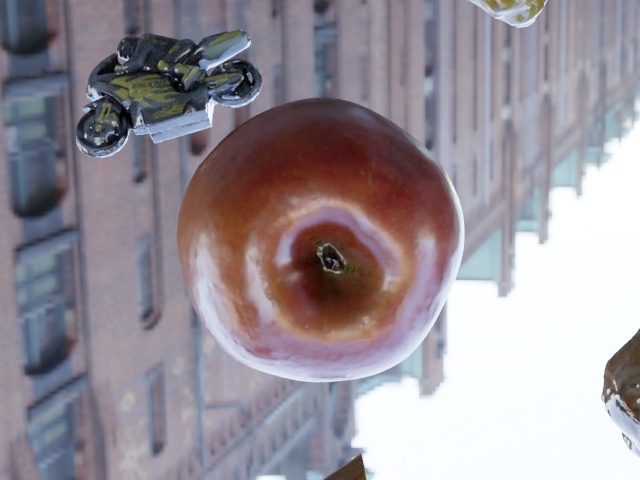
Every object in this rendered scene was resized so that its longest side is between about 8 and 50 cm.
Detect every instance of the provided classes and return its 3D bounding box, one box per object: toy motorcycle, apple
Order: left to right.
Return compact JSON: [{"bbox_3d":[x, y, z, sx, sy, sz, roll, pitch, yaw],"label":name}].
[{"bbox_3d":[-0.156,-0.156,1.289,0.193,0.124,0.061,-21,153,-2],"label":"toy motorcycle"},{"bbox_3d":[0.000,0.000,1.001,0.218,0.218,0.201,-3,-168,-8],"label":"apple"}]

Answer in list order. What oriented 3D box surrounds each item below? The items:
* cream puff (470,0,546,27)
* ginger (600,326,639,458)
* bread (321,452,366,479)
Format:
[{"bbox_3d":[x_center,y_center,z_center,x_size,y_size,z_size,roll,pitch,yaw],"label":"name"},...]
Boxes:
[{"bbox_3d":[0.188,-0.293,1.347,0.146,0.116,0.146,34,-165,-10],"label":"cream puff"},{"bbox_3d":[0.388,0.161,1.273,0.244,0.155,0.304,4,167,35],"label":"ginger"},{"bbox_3d":[0.023,0.240,1.218,0.062,0.049,0.103,21,-142,39],"label":"bread"}]
